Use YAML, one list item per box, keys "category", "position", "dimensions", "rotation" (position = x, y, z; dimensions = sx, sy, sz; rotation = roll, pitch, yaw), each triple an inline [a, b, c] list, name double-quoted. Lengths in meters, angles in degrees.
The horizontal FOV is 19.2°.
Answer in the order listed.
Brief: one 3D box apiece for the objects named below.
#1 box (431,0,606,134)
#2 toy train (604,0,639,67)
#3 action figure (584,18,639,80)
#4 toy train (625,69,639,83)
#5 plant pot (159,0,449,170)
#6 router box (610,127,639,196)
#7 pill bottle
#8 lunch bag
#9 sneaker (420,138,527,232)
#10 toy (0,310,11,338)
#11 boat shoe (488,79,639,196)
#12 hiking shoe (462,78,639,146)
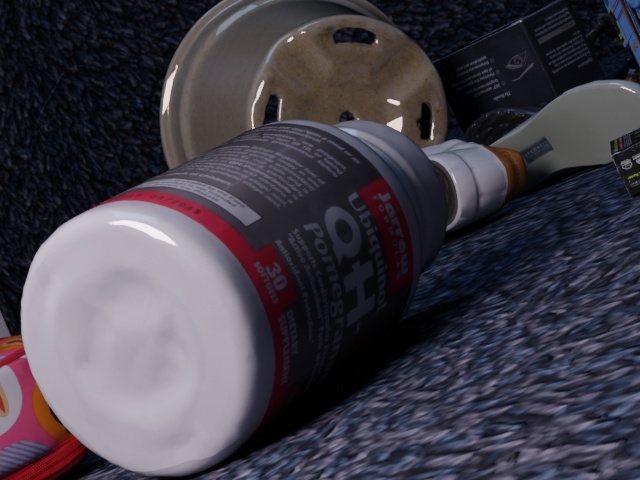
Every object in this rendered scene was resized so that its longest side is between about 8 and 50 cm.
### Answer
- category: "box"
  position: [0.232, -0.168, 2.130]
  dimensions: [0.093, 0.158, 0.156]
  rotation: [-30, 6, -40]
- category: "toy train"
  position: [0.326, -0.189, 1.747]
  dimensions: [0.080, 0.184, 0.105]
  rotation: [-20, -16, -7]
- category: "action figure"
  position: [0.411, -0.262, 2.302]
  dimensions: [0.275, 0.164, 0.141]
  rotation: [-35, -17, -1]
- category: "toy train"
  position: [0.443, -0.230, 2.427]
  dimensions: [0.166, 0.046, 0.125]
  rotation: [-24, 5, 33]
- category: "plant pot"
  position: [0.002, -0.137, 2.138]
  dimensions: [0.333, 0.334, 0.305]
  rotation: [-27, 9, -9]
- category: "router box"
  position: [0.279, -0.076, 1.500]
  dimensions: [0.092, 0.038, 0.122]
  rotation: [-25, 4, 11]
- category: "pill bottle"
  position: [-0.040, 0.019, 1.264]
  dimensions: [0.176, 0.176, 0.318]
  rotation: [-23, 5, 34]
- category: "lunch bag"
  position: [-0.329, 0.177, 1.454]
  dimensions: [0.258, 0.120, 0.293]
  rotation: [-28, 5, -27]
- category: "sneaker"
  position: [0.095, -0.039, 1.862]
  dimensions: [0.123, 0.106, 0.290]
  rotation: [-17, 6, -33]
- category: "toy"
  position: [-0.335, 0.107, 1.644]
  dimensions: [0.137, 0.237, 0.056]
  rotation: [-27, 39, -15]
- category: "boat shoe"
  position: [0.248, -0.109, 1.835]
  dimensions: [0.081, 0.079, 0.227]
  rotation: [-35, 6, -40]
- category: "hiking shoe"
  position: [0.253, -0.111, 1.967]
  dimensions: [0.227, 0.086, 0.114]
  rotation: [-14, -3, 44]
